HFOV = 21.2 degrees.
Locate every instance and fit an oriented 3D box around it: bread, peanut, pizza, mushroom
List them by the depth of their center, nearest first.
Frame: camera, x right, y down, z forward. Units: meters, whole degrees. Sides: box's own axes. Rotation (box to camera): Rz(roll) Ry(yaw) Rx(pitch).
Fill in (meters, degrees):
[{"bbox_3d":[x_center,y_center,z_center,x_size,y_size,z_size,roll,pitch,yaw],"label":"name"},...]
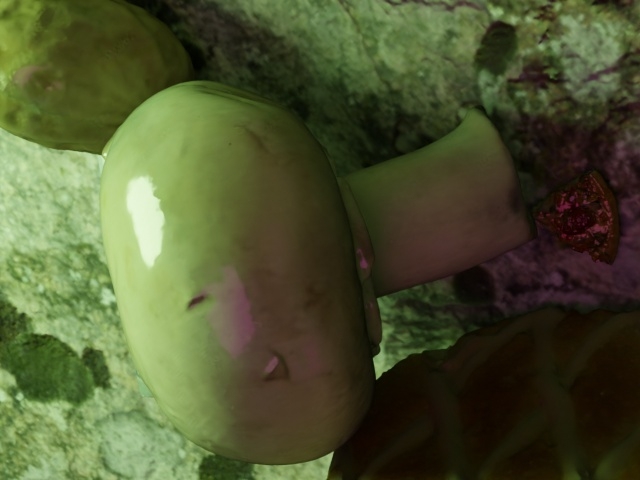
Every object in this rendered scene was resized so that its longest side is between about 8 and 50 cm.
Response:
[{"bbox_3d":[0.196,0.258,1.322,0.371,0.390,0.279,-3,118,25],"label":"bread"},{"bbox_3d":[0.000,0.000,1.329,0.336,0.314,0.314,-21,108,-4],"label":"mushroom"},{"bbox_3d":[0.204,-0.014,1.390,0.078,0.025,0.083,-8,112,22],"label":"pizza"},{"bbox_3d":[-0.249,-0.162,1.425,0.291,0.159,0.143,26,97,9],"label":"peanut"}]

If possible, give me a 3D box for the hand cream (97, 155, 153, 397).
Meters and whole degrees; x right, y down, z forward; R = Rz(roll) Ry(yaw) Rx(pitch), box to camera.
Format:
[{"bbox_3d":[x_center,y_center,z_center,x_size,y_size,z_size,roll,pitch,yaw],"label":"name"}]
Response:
[{"bbox_3d":[-0.151,0.021,1.536,0.079,0.048,0.255,2,113,19],"label":"hand cream"}]
